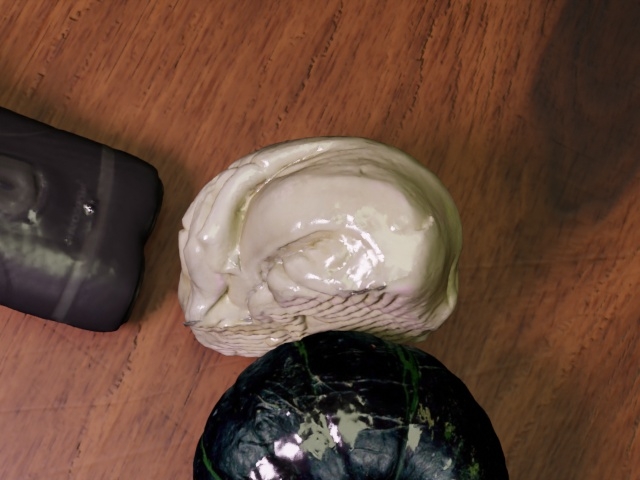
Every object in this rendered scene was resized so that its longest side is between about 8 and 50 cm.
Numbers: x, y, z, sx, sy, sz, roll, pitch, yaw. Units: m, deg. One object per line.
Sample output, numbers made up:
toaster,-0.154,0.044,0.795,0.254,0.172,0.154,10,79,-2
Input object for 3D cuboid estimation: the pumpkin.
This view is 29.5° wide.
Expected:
pumpkin,0.026,0.233,1.178,0.315,0.238,0.315,-1,110,-3

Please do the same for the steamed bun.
steamed bun,0.000,0.000,1.229,0.320,0.275,0.206,-9,67,31

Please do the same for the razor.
razor,-0.331,-0.044,1.240,0.349,0.113,0.204,23,65,-22
